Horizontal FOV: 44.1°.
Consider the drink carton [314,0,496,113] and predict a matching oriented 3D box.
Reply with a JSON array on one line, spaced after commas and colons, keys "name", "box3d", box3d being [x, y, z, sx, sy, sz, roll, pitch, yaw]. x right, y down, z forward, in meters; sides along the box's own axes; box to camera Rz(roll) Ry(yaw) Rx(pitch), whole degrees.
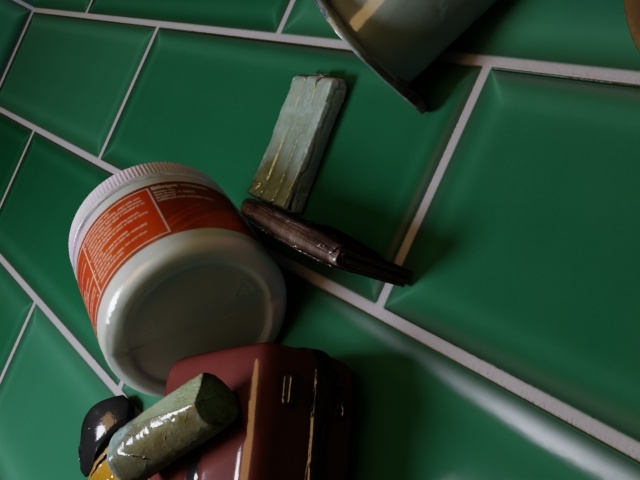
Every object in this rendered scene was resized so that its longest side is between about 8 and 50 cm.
[{"name": "drink carton", "box3d": [0.114, -0.300, 0.973, 0.189, 0.191, 0.185, -39, 44, 22]}]

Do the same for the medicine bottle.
[{"name": "medicine bottle", "box3d": [-0.200, 0.051, 1.091, 0.252, 0.252, 0.241, -55, 40, 13]}]

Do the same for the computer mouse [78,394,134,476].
[{"name": "computer mouse", "box3d": [-0.366, 0.321, 1.301, 0.172, 0.057, 0.099, -51, 42, 23]}]

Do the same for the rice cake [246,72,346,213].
[{"name": "rice cake", "box3d": [-0.034, -0.150, 1.172, 0.124, 0.038, 0.211, 23, 89, 51]}]

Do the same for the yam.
[{"name": "yam", "box3d": [-0.165, 0.207, 0.859, 0.169, 0.068, 0.068, -39, 46, 31]}]

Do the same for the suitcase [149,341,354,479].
[{"name": "suitcase", "box3d": [-0.085, 0.274, 0.918, 0.236, 0.161, 0.297, -18, 59, 45]}]

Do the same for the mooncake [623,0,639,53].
[{"name": "mooncake", "box3d": [0.398, -0.203, 0.605, 0.284, 0.155, 0.284, -23, 55, 38]}]

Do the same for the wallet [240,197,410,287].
[{"name": "wallet", "box3d": [0.000, 0.000, 0.988, 0.230, 0.124, 0.042, 23, 94, 52]}]

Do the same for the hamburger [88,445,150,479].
[{"name": "hamburger", "box3d": [-0.254, 0.379, 1.111, 0.213, 0.108, 0.214, -19, 63, 42]}]
